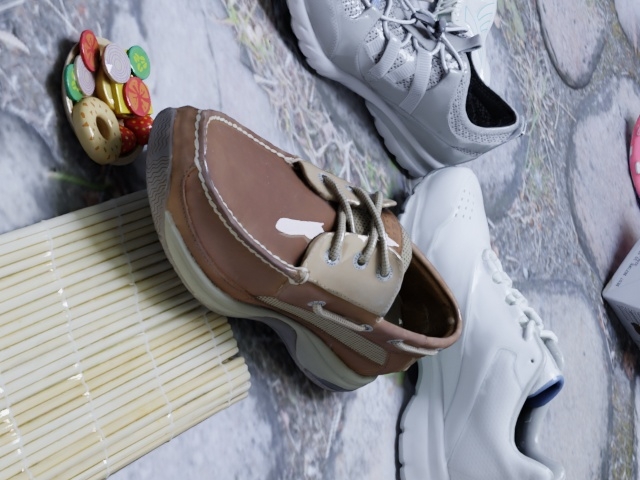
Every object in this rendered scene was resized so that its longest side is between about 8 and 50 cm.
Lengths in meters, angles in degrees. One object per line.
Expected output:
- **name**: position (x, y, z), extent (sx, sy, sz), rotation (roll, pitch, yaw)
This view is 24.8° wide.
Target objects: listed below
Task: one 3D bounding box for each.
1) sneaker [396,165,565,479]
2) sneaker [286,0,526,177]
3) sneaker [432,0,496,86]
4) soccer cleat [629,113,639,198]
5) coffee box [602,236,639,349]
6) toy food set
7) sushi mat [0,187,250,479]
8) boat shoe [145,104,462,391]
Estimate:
- **sneaker**: position (0.133, 0.079, 1.165), extent (0.111, 0.129, 0.297), rotation (18, 63, -55)
- **sneaker**: position (0.070, -0.162, 1.157), extent (0.281, 0.115, 0.105), rotation (44, 44, -45)
- **sneaker**: position (0.127, -0.200, 1.335), extent (0.061, 0.054, 0.152), rotation (30, 55, -49)
- **soccer cleat**: position (0.434, -0.048, 1.797), extent (0.095, 0.083, 0.248), rotation (-15, 91, -80)
- **coffee box**: position (0.466, 0.096, 1.681), extent (0.168, 0.119, 0.297), rotation (-53, 131, -14)
- **toy food set**: position (-0.128, -0.086, 0.883), extent (0.083, 0.020, 0.082), rotation (-8, 87, -60)
- **sushi mat**: position (-0.137, 0.061, 0.817), extent (0.316, 0.019, 0.151), rotation (-24, 99, -60)
- **boat shoe**: position (0.000, 0.000, 0.945), extent (0.324, 0.116, 0.123), rotation (41, 42, -55)
